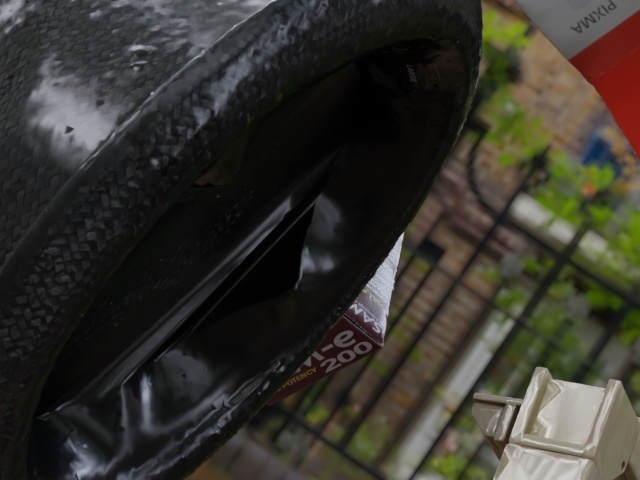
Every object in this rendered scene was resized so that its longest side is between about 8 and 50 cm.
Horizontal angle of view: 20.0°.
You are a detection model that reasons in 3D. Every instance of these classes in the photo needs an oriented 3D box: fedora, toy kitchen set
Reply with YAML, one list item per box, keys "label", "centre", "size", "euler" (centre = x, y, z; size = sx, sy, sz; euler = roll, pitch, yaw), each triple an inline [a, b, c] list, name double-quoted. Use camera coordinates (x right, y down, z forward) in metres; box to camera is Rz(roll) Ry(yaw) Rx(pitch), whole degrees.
- label: "fedora"
  centre: [-0.081, -0.026, 0.777]
  size: [0.152, 0.334, 0.334]
  euler: [38, -3, 19]
- label: "toy kitchen set"
  centre: [0.078, 0.097, 0.664]
  size: [0.068, 0.075, 0.083]
  euler: [7, -32, 31]

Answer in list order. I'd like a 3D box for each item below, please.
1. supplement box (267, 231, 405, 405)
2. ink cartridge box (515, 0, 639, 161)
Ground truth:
- label: "supplement box"
  centre: [0.000, 0.000, 1.426]
  size: [0.073, 0.239, 0.130]
  euler: [39, -48, -25]
- label: "ink cartridge box"
  centre: [0.198, -0.174, 1.032]
  size: [0.066, 0.189, 0.232]
  euler: [0, 58, -57]
